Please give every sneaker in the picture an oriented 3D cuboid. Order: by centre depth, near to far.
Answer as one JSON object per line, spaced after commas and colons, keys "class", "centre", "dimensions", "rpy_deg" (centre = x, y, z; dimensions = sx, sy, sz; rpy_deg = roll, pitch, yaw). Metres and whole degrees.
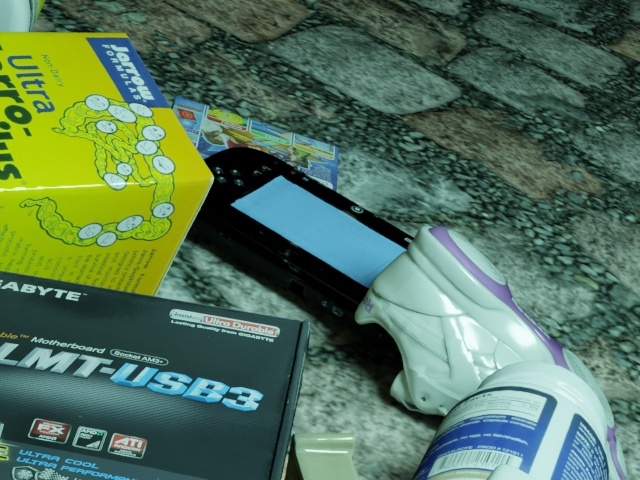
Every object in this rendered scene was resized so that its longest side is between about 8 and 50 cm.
{"class": "sneaker", "centre": [0.160, 0.135, 1.628], "dimensions": [0.305, 0.152, 0.114], "rpy_deg": [49, 13, 7]}

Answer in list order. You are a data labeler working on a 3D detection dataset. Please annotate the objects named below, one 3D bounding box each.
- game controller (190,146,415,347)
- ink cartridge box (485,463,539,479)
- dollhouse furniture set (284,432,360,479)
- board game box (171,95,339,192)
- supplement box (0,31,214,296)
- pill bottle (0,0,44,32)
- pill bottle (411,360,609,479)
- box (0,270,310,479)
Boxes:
{"class": "game controller", "centre": [0.000, 0.000, 1.780], "dimensions": [0.319, 0.067, 0.166], "rpy_deg": [31, 42, 19]}
{"class": "ink cartridge box", "centre": [0.057, 0.341, 0.953], "dimensions": [0.160, 0.279, 0.384], "rpy_deg": [29, 28, 14]}
{"class": "dollhouse furniture set", "centre": [-0.096, 0.222, 1.282], "dimensions": [0.259, 0.135, 0.262], "rpy_deg": [1, 31, -14]}
{"class": "board game box", "centre": [-0.080, -0.094, 1.954], "dimensions": [0.201, 0.035, 0.136], "rpy_deg": [18, 26, -7]}
{"class": "supplement box", "centre": [-0.307, -0.043, 1.455], "dimensions": [0.356, 0.195, 0.194], "rpy_deg": [-5, 50, -38]}
{"class": "pill bottle", "centre": [-0.399, -0.308, 1.958], "dimensions": [0.188, 0.188, 0.334], "rpy_deg": [17, 26, -8]}
{"class": "pill bottle", "centre": [0.154, 0.207, 1.417], "dimensions": [0.153, 0.153, 0.265], "rpy_deg": [25, 27, 8]}
{"class": "box", "centre": [-0.168, 0.130, 1.211], "dimensions": [0.295, 0.073, 0.293], "rpy_deg": [11, 29, 2]}
